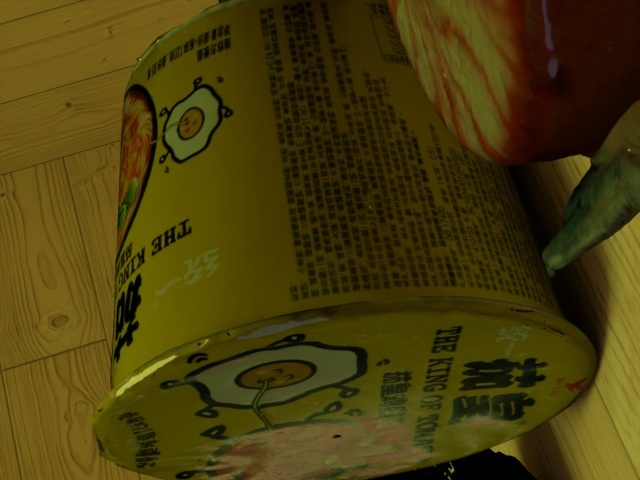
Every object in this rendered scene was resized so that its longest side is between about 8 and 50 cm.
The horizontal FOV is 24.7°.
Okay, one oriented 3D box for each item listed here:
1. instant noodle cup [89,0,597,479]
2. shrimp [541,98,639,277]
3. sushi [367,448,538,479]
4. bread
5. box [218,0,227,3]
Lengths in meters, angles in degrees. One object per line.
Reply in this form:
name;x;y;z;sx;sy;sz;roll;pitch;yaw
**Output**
instant noodle cup;0.000;0.000;0.979;0.325;0.325;0.254;82;179;-65
shrimp;0.139;0.033;0.464;0.178;0.075;0.289;56;174;2
sushi;0.048;0.222;1.186;0.234;0.348;0.207;-47;33;44
bread;0.066;-0.190;0.519;0.295;0.114;0.328;-113;6;-53
box;0.008;-0.136;1.215;0.245;0.153;0.092;82;171;-55
